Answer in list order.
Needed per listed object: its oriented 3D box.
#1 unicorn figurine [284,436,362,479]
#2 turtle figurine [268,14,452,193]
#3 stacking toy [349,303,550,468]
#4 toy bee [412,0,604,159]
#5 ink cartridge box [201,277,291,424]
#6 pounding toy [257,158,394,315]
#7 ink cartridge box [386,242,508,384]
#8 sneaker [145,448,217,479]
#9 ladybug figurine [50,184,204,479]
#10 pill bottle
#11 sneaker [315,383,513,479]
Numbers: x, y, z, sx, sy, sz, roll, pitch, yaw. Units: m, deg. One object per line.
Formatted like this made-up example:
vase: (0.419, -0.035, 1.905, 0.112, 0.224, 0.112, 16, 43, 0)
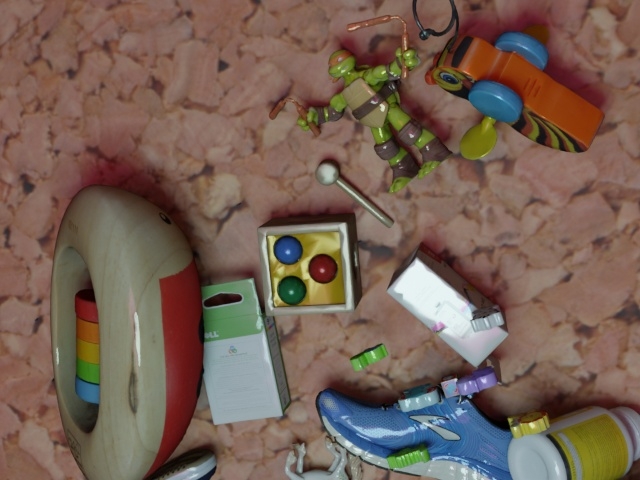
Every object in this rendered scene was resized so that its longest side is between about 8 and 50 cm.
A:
unicorn figurine: (-0.015, 0.354, 1.347, 0.162, 0.060, 0.111, -6, 99, 12)
turtle figurine: (0.066, -0.172, 1.217, 0.269, 0.087, 0.217, -30, 101, 41)
stacking toy: (0.163, 0.195, 1.167, 0.221, 0.052, 0.167, -20, 96, 13)
toy bee: (0.218, -0.220, 1.169, 0.195, 0.162, 0.298, -40, 105, -16)
ink cartridge box: (-0.120, 0.158, 1.330, 0.109, 0.062, 0.209, -10, 98, 13)
pounding toy: (0.009, -0.006, 1.258, 0.181, 0.094, 0.206, -3, 100, 12)
ink cartridge box: (0.189, 0.098, 1.232, 0.198, 0.115, 0.067, 41, 104, 0)
sneaker: (-0.241, 0.436, 1.385, 0.282, 0.099, 0.153, -32, 88, 22)
ladybug figurine: (-0.268, 0.142, 1.270, 0.162, 0.305, 0.449, -6, 110, -34)
pill bottle: (0.348, 0.280, 1.204, 0.184, 0.103, 0.103, -11, 101, -29)
sneaker: (0.156, 0.255, 1.278, 0.330, 0.130, 0.147, 14, 92, 1)
